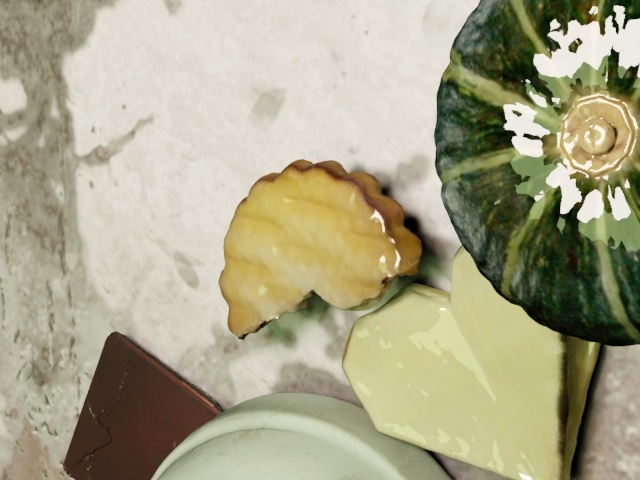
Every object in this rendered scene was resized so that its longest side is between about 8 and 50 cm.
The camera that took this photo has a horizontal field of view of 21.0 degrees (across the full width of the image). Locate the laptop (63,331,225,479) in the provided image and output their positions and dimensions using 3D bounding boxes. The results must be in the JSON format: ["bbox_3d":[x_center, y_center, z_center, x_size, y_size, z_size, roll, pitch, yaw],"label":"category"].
[{"bbox_3d":[-0.116,0.184,1.402,0.207,0.026,0.153,34,117,28],"label":"laptop"}]

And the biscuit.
[{"bbox_3d":[0.000,0.000,1.241,0.183,0.061,0.118,-16,82,43],"label":"biscuit"}]

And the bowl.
[{"bbox_3d":[-0.032,0.276,1.252,0.307,0.163,0.307,8,106,28],"label":"bowl"}]

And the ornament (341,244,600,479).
[{"bbox_3d":[0.117,0.095,1.176,0.201,0.059,0.180,-37,77,41],"label":"ornament"}]

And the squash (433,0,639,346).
[{"bbox_3d":[0.188,-0.063,1.011,0.252,0.165,0.252,1,92,31],"label":"squash"}]
